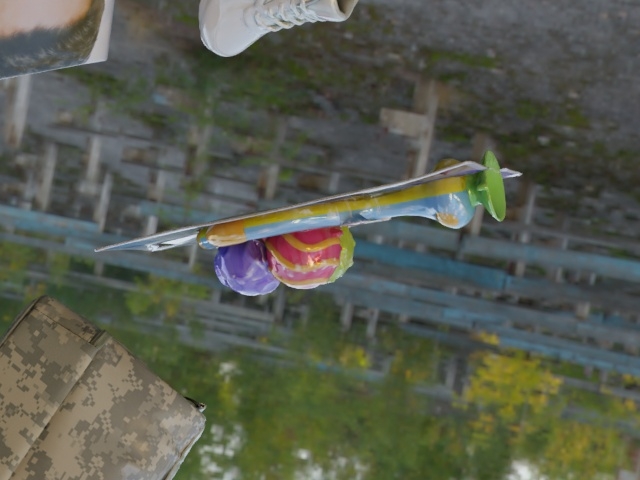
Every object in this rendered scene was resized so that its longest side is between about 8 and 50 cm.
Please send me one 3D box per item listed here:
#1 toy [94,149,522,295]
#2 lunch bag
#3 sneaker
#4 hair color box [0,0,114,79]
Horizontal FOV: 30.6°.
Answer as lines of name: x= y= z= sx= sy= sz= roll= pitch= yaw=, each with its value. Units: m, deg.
toy: x=0.000 y=0.000 z=0.721 sx=0.237 sy=0.056 sz=0.137 roll=-15 pitch=175 yaw=21
lunch bag: x=-0.307 y=0.261 z=1.374 sx=0.256 sy=0.305 sz=0.212 roll=31 pitch=151 yaw=2
sneaker: x=-0.024 y=-0.243 z=1.127 sx=0.232 sy=0.115 sz=0.090 roll=-39 pitch=153 yaw=26
hair color box: x=-0.283 y=-0.346 z=1.102 sx=0.114 sy=0.374 sz=0.185 roll=35 pitch=-143 yaw=30
